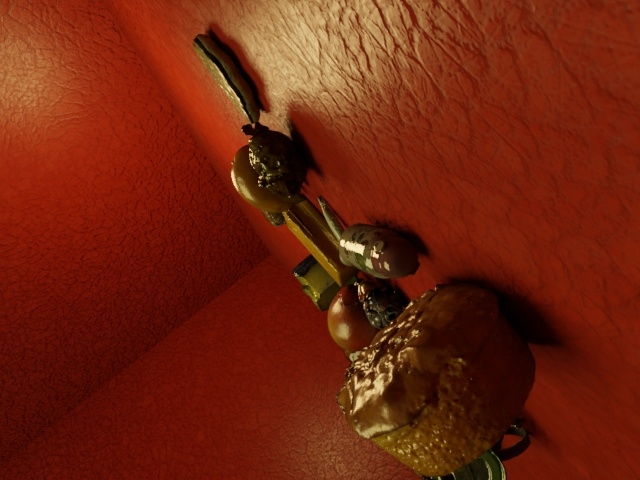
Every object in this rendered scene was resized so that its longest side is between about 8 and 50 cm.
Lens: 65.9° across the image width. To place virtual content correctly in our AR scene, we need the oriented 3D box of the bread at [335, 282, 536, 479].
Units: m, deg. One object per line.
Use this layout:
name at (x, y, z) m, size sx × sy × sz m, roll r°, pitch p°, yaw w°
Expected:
bread at (0.211, 0.248, 0.956) m, size 0.215 × 0.398 × 0.398 m, roll 46°, pitch 170°, yaw 0°

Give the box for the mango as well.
mango at (-0.195, -0.198, 1.640) m, size 0.254 × 0.176 × 0.139 m, roll 59°, pitch 170°, yaw -4°

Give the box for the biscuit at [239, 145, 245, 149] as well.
biscuit at (-0.186, -0.220, 1.881) m, size 0.237 × 0.062 × 0.290 m, roll 40°, pitch 166°, yaw 45°

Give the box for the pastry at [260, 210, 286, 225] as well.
pastry at (-0.184, -0.119, 1.835) m, size 0.153 × 0.081 × 0.153 m, roll 47°, pitch 168°, yaw 13°

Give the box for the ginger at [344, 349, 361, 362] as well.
ginger at (0.289, 0.429, 1.764) m, size 0.418 × 0.254 × 0.175 m, roll 10°, pitch 102°, yaw 58°

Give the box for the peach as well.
peach at (0.132, 0.267, 1.725) m, size 0.231 × 0.231 × 0.231 m, roll 49°, pitch 170°, yaw 12°

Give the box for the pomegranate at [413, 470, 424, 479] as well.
pomegranate at (0.454, 0.740, 1.860) m, size 0.332 × 0.333 × 0.332 m, roll 49°, pitch 170°, yaw 12°

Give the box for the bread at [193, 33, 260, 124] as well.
bread at (-0.259, -0.459, 1.368) m, size 0.286 × 0.056 × 0.207 m, roll 52°, pitch 173°, yaw -3°

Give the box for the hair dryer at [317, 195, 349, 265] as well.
hair dryer at (0.057, -0.049, 1.470) m, size 0.237 × 0.076 × 0.206 m, roll 57°, pitch 165°, yaw 17°

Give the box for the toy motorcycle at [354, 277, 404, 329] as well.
toy motorcycle at (0.240, 0.254, 1.496) m, size 0.401 × 0.134 × 0.207 m, roll 49°, pitch 176°, yaw 18°

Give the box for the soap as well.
soap at (0.000, -0.001, 1.742) m, size 0.324 × 0.096 × 0.204 m, roll 48°, pitch 170°, yaw 20°

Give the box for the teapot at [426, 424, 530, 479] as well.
teapot at (0.445, 0.572, 1.387) m, size 0.337 × 0.271 × 0.200 m, roll -8°, pitch -102°, yaw -69°

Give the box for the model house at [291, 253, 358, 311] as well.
model house at (0.005, 0.134, 1.914) m, size 0.211 × 0.194 × 0.170 m, roll 45°, pitch 170°, yaw 29°

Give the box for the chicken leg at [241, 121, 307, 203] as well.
chicken leg at (-0.094, -0.191, 1.404) m, size 0.361 × 0.140 × 0.211 m, roll 49°, pitch -161°, yaw -67°

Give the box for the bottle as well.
bottle at (0.139, 0.026, 1.160) m, size 0.120 × 0.120 × 0.253 m, roll 54°, pitch 169°, yaw -16°
